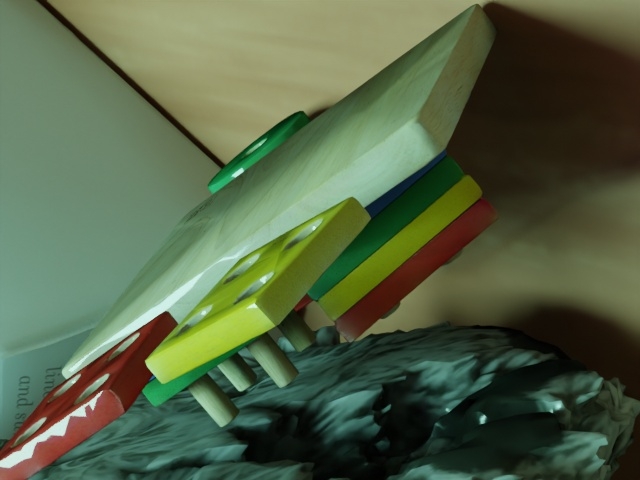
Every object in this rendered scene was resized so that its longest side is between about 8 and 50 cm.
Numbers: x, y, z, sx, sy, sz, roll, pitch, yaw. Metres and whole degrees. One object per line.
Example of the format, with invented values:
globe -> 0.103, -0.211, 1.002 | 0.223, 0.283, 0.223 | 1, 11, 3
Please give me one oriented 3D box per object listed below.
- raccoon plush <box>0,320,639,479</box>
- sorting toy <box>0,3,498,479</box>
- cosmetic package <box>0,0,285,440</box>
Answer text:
raccoon plush -> -0.035, 0.202, 0.572 | 0.446, 0.216, 0.299 | -6, 106, 29
sorting toy -> 0.000, 0.000, 0.523 | 0.132, 0.274, 0.046 | -35, 100, 22
cosmetic package -> -0.191, -0.001, 0.801 | 0.385, 0.156, 0.217 | 42, 134, 37
